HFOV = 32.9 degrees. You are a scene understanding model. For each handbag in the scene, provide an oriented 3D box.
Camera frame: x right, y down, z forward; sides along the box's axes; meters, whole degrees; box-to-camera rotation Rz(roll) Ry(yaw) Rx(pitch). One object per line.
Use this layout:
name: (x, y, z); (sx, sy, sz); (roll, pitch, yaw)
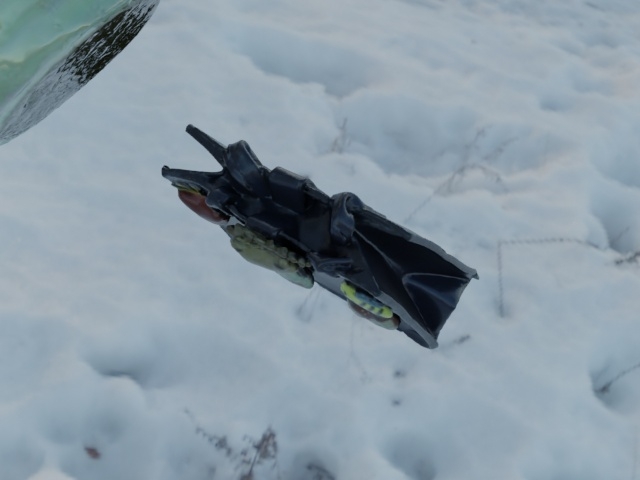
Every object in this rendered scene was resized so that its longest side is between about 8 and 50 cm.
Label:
handbag: (0.000, 0.000, 1.258); (0.303, 0.122, 0.329); (27, -3, 24)

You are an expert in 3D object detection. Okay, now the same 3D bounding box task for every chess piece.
chess piece: (-0.215, -0.187, 0.551); (0.271, 0.139, 0.139); (48, 43, -4)
